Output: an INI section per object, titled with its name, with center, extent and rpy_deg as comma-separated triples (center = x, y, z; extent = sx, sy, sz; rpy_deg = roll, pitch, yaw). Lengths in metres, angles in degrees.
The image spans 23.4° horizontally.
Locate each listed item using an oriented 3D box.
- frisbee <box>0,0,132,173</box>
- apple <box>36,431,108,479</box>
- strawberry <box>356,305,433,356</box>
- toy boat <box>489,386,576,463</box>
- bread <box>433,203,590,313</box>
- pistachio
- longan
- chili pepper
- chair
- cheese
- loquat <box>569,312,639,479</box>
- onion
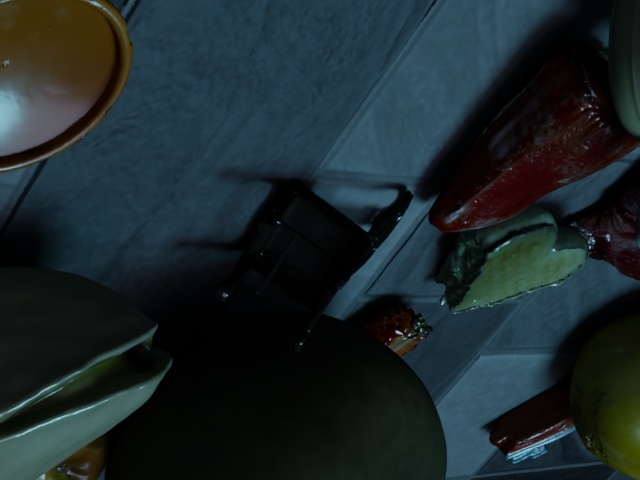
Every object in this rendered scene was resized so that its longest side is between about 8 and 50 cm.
[frisbee]
center = -0.238, -0.128, 1.193
extent = 0.192, 0.035, 0.192
rpy_deg = -23, 148, -16
[apple]
center = -0.278, 0.204, 1.532
extent = 0.146, 0.146, 0.146
rpy_deg = -23, 147, -15
[strawberry]
center = 0.064, 0.121, 1.799
extent = 0.152, 0.048, 0.104
rpy_deg = -35, 158, 31
[toy boat]
center = 0.319, 0.257, 2.183
extent = 0.173, 0.069, 0.059
rpy_deg = -29, 135, -7
[bread]
center = 0.207, 0.022, 1.755
extent = 0.172, 0.064, 0.232
rpy_deg = -36, 154, 21
[pistachio]
center = -0.292, 0.122, 1.333
extent = 0.332, 0.226, 0.208
rpy_deg = -12, 104, -21
[longan]
center = -0.039, 0.242, 1.593
extent = 0.361, 0.361, 0.361
rpy_deg = -23, 147, -15
[chili pepper]
center = 0.217, -0.091, 1.597
extent = 0.253, 0.136, 0.144
rpy_deg = -39, -167, 31
[chair]
center = 0.000, 0.000, 1.550
extent = 0.106, 0.113, 0.229
rpy_deg = -54, 180, 32
[cheese]
center = 0.330, -0.131, 1.490
extent = 0.163, 0.082, 0.286
rpy_deg = 6, 89, -53
[loquat]
center = 0.448, 0.208, 2.078
extent = 0.235, 0.235, 0.235
rpy_deg = -23, 147, -15
[onion]
center = 0.459, -0.013, 1.849
extent = 0.349, 0.159, 0.267
rpy_deg = -28, 146, -9
